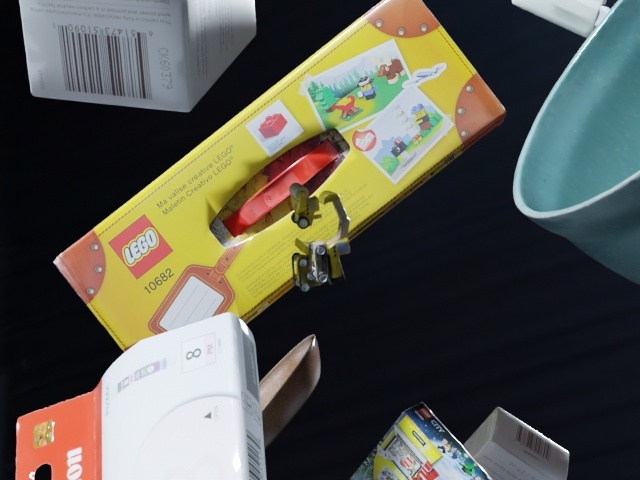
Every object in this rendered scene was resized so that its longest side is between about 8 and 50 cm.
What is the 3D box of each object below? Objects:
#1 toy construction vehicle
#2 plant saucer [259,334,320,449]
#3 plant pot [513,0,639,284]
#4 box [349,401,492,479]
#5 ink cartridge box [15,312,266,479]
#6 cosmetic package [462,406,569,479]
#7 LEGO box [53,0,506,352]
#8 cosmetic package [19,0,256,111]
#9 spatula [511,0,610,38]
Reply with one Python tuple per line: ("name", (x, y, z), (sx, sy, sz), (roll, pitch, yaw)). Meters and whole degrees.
("toy construction vehicle", (0.000, 0.000, 1.229), (0.086, 0.035, 0.098), (-149, -127, -70))
("plant saucer", (-0.060, 0.185, 1.488), (0.036, 0.198, 0.198), (43, 31, -4))
("plant pot", (0.280, -0.068, 0.803), (0.196, 0.293, 0.293), (39, 35, -11))
("box", (0.145, 0.329, 1.657), (0.044, 0.159, 0.233), (-16, 58, -49))
("ink cartridge box", (-0.157, 0.177, 1.126), (0.066, 0.232, 0.189), (59, 18, -50))
("cosmetic package", (0.207, 0.335, 1.818), (0.117, 0.231, 0.085), (33, 30, -3))
("LEGO box", (-0.043, -0.068, 1.725), (0.193, 0.500, 0.372), (52, 2, -3))
("cosmetic package", (-0.155, -0.221, 1.230), (0.184, 0.151, 0.151), (-63, 155, -57))
("spatula", (0.279, -0.228, 1.160), (0.019, 0.242, 0.168), (-23, 135, -50))
